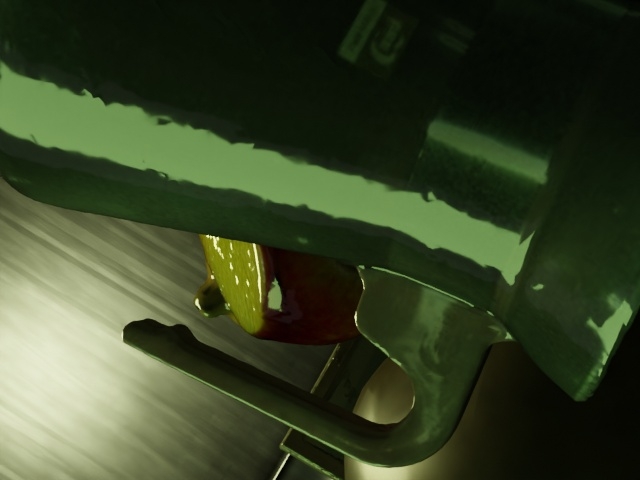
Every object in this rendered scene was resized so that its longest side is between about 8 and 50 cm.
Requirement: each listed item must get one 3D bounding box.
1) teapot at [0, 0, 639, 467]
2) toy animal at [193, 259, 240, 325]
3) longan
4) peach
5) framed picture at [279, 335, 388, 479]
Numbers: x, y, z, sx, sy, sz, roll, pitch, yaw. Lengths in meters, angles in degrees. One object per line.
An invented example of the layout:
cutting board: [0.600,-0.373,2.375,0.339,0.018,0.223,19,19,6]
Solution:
teapot: [0.005,-0.063,0.539,0.344,0.300,0.253,25,-172,14]
toy animal: [-0.004,-0.002,1.102,0.169,0.281,0.195,56,164,-21]
longan: [0.216,0.195,0.973,0.404,0.404,0.336,30,-160,4]
peach: [-0.010,-0.051,0.864,0.245,0.248,0.275,8,-163,-38]
framed picture: [0.141,0.143,1.185,0.247,0.335,0.022,31,159,1]
